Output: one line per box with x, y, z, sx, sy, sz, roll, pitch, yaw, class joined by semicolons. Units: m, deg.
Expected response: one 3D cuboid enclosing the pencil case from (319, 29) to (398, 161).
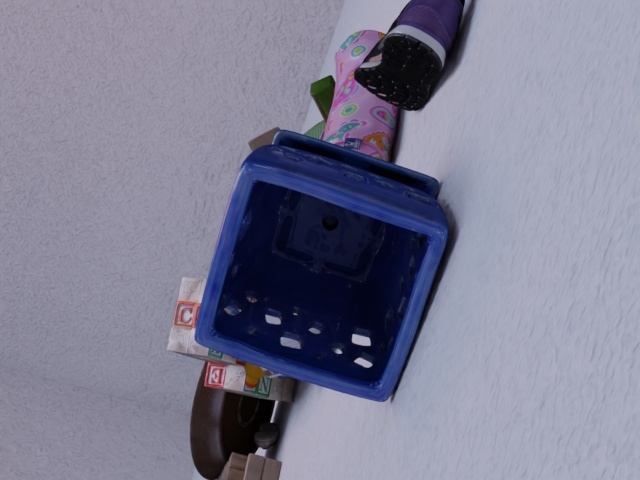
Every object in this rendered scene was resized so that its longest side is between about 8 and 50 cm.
0.065;-0.207;1.863;0.124;0.124;0.284;113;171;-49;pencil case

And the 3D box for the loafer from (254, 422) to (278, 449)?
-0.100;0.377;2.222;0.125;0.045;0.039;-71;-19;-84;loafer

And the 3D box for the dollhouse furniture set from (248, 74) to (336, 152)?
-0.032;-0.205;2.164;0.198;0.151;0.301;-27;15;9;dollhouse furniture set

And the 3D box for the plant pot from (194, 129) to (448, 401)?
0.008;0.011;1.349;0.212;0.236;0.236;-73;2;-65;plant pot

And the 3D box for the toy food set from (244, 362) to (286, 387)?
-0.053;0.153;2.028;0.104;0.111;0.232;110;179;-45;toy food set

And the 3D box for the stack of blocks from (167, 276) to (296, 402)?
-0.142;0.179;2.058;0.297;0.087;0.171;28;-111;-58;stack of blocks

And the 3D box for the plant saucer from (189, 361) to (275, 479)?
-0.153;0.306;2.230;0.310;0.050;0.310;9;-90;-67;plant saucer

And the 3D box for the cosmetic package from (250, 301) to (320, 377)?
-0.042;0.101;1.908;0.085;0.117;0.231;55;-154;-35;cosmetic package

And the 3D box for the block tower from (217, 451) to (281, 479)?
-0.156;0.490;2.177;0.335;0.091;0.097;117;168;-57;block tower

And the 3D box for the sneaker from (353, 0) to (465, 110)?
0.135;-0.268;1.610;0.124;0.107;0.283;-60;7;-13;sneaker
